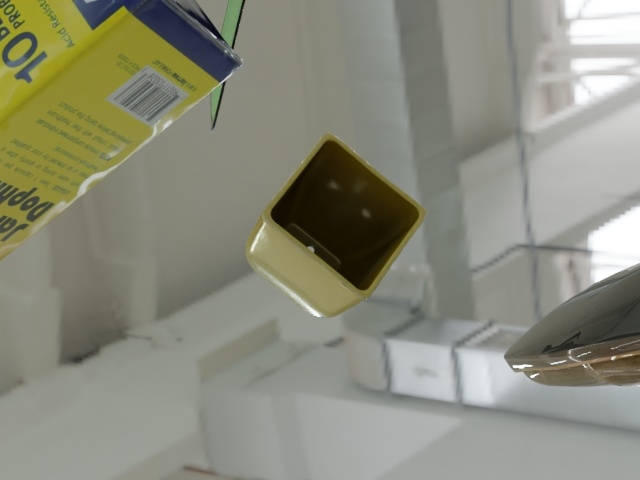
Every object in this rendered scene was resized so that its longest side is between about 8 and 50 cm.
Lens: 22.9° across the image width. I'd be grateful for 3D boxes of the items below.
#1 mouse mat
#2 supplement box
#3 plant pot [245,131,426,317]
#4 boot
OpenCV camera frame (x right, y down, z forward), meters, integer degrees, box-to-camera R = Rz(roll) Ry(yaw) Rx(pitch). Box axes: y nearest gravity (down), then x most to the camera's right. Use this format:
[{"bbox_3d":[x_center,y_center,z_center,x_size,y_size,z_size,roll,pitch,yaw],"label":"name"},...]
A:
[{"bbox_3d":[-0.080,-0.192,1.412,0.007,0.189,0.152,12,-71,-9],"label":"mouse mat"},{"bbox_3d":[-0.277,-0.124,1.251,0.356,0.194,0.195,-38,-18,7],"label":"supplement box"},{"bbox_3d":[0.000,0.000,0.984,0.081,0.083,0.081,39,-124,-3],"label":"plant pot"},{"bbox_3d":[0.220,0.068,0.899,0.112,0.305,0.115,-41,-77,-28],"label":"boot"}]
